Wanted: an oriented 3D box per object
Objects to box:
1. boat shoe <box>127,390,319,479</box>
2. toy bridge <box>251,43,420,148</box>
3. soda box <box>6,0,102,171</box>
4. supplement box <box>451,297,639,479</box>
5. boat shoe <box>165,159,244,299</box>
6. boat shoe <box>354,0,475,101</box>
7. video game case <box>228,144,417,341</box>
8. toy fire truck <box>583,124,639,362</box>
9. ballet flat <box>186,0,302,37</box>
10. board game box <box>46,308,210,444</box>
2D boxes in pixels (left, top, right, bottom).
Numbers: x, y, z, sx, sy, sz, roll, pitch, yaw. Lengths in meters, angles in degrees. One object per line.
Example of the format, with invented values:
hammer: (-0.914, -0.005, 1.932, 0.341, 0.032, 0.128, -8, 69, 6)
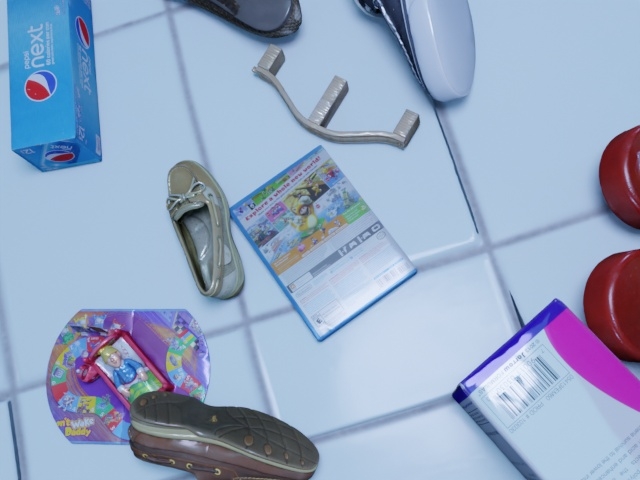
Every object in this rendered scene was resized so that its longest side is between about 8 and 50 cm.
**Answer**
boat shoe: (-0.090, 0.190, 0.653, 0.177, 0.064, 0.060, 14, 110, 3)
toy bridge: (0.007, -0.141, 0.746, 0.188, 0.026, 0.063, 28, 81, 14)
soda box: (-0.289, -0.187, 0.773, 0.071, 0.067, 0.210, -10, 73, 4)
supplement box: (0.225, 0.173, 0.587, 0.111, 0.114, 0.220, -39, 73, -5)
boat shoe: (-0.121, -0.014, 0.709, 0.056, 0.048, 0.153, -23, 75, 19)
boat shoe: (0.078, -0.279, 0.744, 0.102, 0.108, 0.301, -18, 84, 35)
video game case: (0.000, 0.000, 0.713, 0.119, 0.015, 0.166, -35, 74, -3)
toy fire truck: (0.388, 0.007, 0.607, 0.253, 0.169, 0.302, 18, 74, -15)
ballet flat: (-0.118, -0.294, 0.795, 0.249, 0.058, 0.084, 33, 102, 20)
board game box: (-0.193, 0.129, 0.691, 0.168, 0.033, 0.133, -1, 74, 7)
